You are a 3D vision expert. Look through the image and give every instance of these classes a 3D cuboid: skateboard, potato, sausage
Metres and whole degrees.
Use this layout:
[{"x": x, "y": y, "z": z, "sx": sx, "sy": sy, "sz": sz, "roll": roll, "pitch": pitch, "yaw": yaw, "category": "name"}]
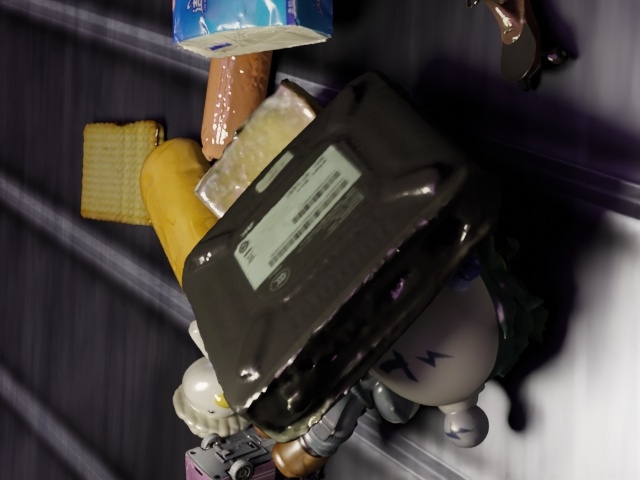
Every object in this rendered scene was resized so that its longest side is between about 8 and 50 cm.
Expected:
[{"x": 0.197, "y": -0.237, "z": 1.183, "sx": 0.067, "sy": 0.080, "sz": 0.151, "roll": -40, "pitch": 58, "yaw": 50, "category": "skateboard"}, {"x": -0.011, "y": -0.046, "z": 1.430, "sx": 0.189, "sy": 0.211, "sz": 0.264, "roll": -42, "pitch": 82, "yaw": 5, "category": "potato"}, {"x": -0.112, "y": -0.247, "z": 1.555, "sx": 0.086, "sy": 0.086, "sz": 0.289, "roll": 21, "pitch": 106, "yaw": 49, "category": "sausage"}]

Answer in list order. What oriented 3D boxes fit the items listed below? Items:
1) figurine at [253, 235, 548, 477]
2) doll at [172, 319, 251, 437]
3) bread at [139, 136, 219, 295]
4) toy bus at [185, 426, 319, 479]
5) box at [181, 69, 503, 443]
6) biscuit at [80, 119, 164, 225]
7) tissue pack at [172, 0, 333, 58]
[{"x": 0.084, "y": 0.129, "z": 1.242, "sx": 0.261, "sy": 0.186, "sz": 0.382, "roll": 50, "pitch": 126, "yaw": 7, "category": "figurine"}, {"x": -0.127, "y": 0.161, "z": 1.535, "sx": 0.119, "sy": 0.138, "sz": 0.293, "roll": 54, "pitch": 132, "yaw": 48, "category": "doll"}, {"x": -0.188, "y": -0.015, "z": 1.649, "sx": 0.305, "sy": 0.091, "sz": 0.142, "roll": 61, "pitch": 138, "yaw": 32, "category": "bread"}, {"x": -0.085, "y": 0.298, "z": 1.455, "sx": 0.087, "sy": 0.178, "sz": 0.098, "roll": 30, "pitch": 125, "yaw": 47, "category": "toy bus"}, {"x": 0.000, "y": 0.000, "z": 1.178, "sx": 0.359, "sy": 0.091, "sz": 0.350, "roll": -47, "pitch": 32, "yaw": 6, "category": "box"}, {"x": -0.334, "y": -0.116, "z": 1.872, "sx": 0.254, "sy": 0.029, "sz": 0.172, "roll": 7, "pitch": 95, "yaw": 51, "category": "biscuit"}, {"x": -0.094, "y": -0.380, "z": 1.415, "sx": 0.209, "sy": 0.137, "sz": 0.269, "roll": -1, "pitch": 89, "yaw": 33, "category": "tissue pack"}]
